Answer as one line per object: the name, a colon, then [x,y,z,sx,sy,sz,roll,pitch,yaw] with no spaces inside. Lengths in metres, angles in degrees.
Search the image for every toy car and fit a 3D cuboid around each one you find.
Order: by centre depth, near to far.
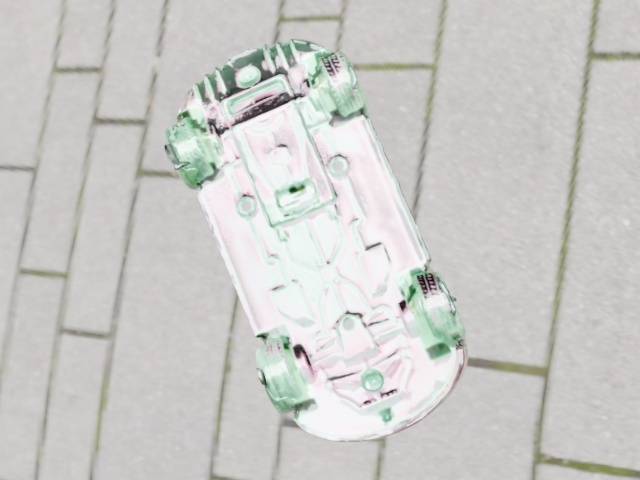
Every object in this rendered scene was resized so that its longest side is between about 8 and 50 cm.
toy car: [0.000,0.000,0.480,0.069,0.055,0.142,-23,77,4]
